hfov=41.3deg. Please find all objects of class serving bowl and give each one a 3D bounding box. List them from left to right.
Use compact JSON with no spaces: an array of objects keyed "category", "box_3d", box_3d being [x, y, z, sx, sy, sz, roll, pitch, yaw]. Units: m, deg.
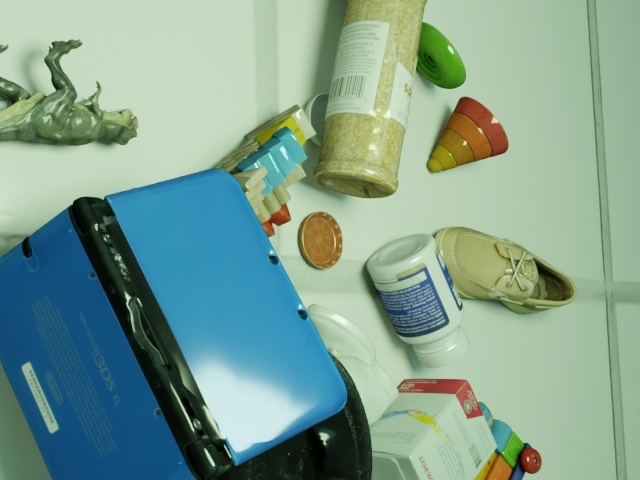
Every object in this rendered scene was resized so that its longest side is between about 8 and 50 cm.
[{"category":"serving bowl","box_3d":[0.004,-0.172,1.237,0.083,0.027,0.083,8,79,-46]}]

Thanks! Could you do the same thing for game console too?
[{"category":"game console","box_3d":[-0.162,0.105,0.859,0.293,0.250,0.173,62,20,12]}]

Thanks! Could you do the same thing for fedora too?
[{"category":"fedora","box_3d":[-0.083,0.274,0.991,0.334,0.152,0.334,-3,94,-47]}]

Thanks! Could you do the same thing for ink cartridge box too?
[{"category":"ink cartridge box","box_3d":[0.148,0.305,1.244,0.176,0.127,0.128,-40,113,-41]}]

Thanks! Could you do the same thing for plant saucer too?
[{"category":"plant saucer","box_3d":[0.000,0.000,1.219,0.083,0.013,0.083,9,77,-45]}]

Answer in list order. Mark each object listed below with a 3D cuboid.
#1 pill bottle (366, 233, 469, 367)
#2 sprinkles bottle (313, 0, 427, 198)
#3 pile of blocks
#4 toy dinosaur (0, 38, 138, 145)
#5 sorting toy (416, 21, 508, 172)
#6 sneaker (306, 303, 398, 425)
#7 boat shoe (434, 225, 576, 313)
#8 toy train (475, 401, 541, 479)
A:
[{"category":"pill bottle","box_3d":[0.155,0.094,1.294,0.112,0.112,0.186,-40,112,-41]},{"category":"sprinkles bottle","box_3d":[0.077,-0.243,1.204,0.121,0.121,0.355,21,74,-42]},{"category":"pile of blocks","box_3d":[-0.085,-0.039,1.041,0.362,0.149,0.112,-49,118,-39]},{"category":"toy dinosaur","box_3d":[-0.302,-0.150,0.902,0.268,0.064,0.118,-13,100,-42]},{"category":"sorting toy","box_3d":[0.163,-0.249,1.383,0.126,0.127,0.365,-41,113,-9]},{"category":"sneaker","box_3d":[0.032,0.184,1.188,0.094,0.080,0.212,-48,119,-25]},{"category":"boat shoe","box_3d":[0.324,0.048,1.472,0.341,0.110,0.121,18,72,-43]},{"category":"toy train","box_3d":[0.244,0.389,1.358,0.143,0.105,0.248,51,51,-15]}]
